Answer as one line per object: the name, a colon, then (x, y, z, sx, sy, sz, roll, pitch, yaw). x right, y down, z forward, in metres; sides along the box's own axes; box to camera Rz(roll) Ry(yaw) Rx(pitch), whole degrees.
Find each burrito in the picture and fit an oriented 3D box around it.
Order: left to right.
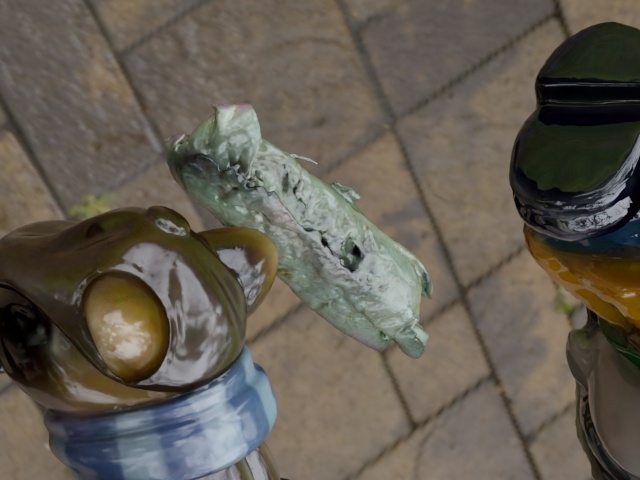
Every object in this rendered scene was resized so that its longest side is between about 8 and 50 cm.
burrito: (-0.003, 0.002, 1.228, 0.309, 0.096, 0.066, 43, 41, -41)

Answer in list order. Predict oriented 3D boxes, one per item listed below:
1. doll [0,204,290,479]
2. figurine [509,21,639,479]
doll: (-0.136, 0.140, 1.079, 0.318, 0.209, 0.340, -36, 127, -48)
figurine: (0.187, 0.027, 0.718, 0.204, 0.185, 0.332, -65, 146, -43)
